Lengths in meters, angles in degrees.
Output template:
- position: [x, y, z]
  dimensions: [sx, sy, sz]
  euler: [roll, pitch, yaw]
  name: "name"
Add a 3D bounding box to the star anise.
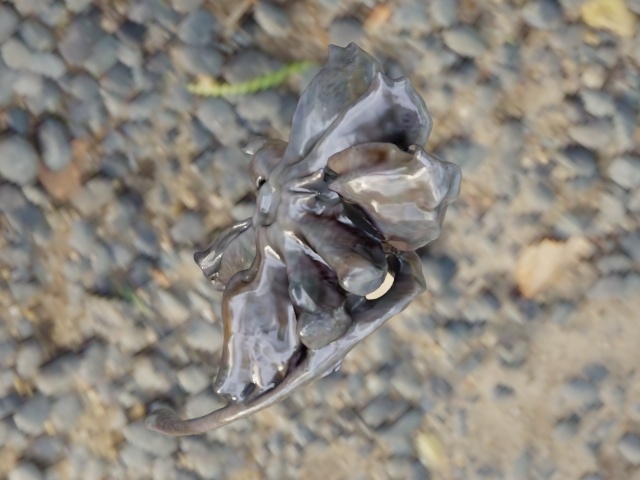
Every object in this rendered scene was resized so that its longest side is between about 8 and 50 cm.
- position: [0.000, 0.000, 1.580]
  dimensions: [0.139, 0.359, 0.316]
  euler: [31, 62, -25]
  name: "star anise"
